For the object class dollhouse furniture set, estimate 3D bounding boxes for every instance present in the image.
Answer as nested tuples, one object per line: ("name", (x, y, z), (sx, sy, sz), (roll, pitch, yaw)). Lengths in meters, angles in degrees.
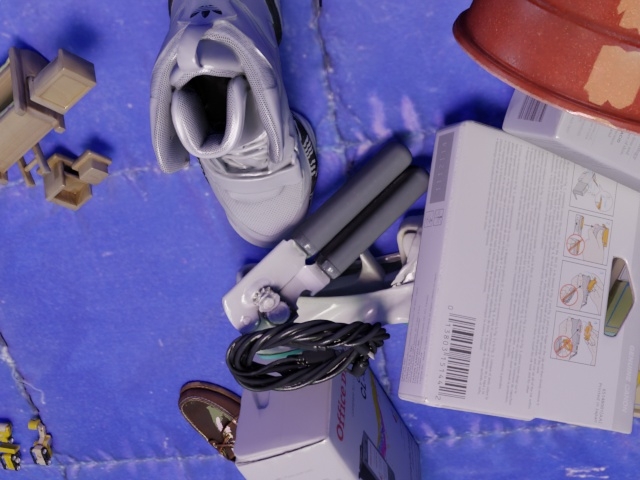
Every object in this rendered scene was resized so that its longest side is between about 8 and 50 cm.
("dollhouse furniture set", (-0.277, -0.140, 1.105), (0.182, 0.101, 0.161), (-35, 144, 27))

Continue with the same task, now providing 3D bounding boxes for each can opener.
("can opener", (0.000, 0.000, 1.131), (0.280, 0.093, 0.074), (-43, 112, 2))

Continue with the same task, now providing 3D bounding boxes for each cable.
("cable", (-0.015, 0.127, 1.121), (0.184, 0.047, 0.150), (4, 155, -26))

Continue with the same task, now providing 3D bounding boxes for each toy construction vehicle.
("toy construction vehicle", (-0.437, 0.298, 1.487), (0.085, 0.035, 0.098), (2, 127, 16))

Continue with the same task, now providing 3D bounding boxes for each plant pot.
("plant pot", (0.283, -0.263, 0.856), (0.272, 0.272, 0.265), (13, 120, -7))

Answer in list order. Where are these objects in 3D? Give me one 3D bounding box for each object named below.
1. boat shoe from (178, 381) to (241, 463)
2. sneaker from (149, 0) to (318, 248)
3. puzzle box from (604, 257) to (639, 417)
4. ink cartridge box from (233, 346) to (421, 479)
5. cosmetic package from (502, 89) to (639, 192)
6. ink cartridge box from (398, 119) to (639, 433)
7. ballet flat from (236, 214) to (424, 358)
("boat shoe", (-0.115, 0.276, 1.421), (0.207, 0.073, 0.073), (36, 123, -22))
("sneaker", (-0.087, -0.098, 1.026), (0.137, 0.210, 0.366), (-4, 129, 7))
("puzzle box", (0.517, 0.133, 1.278), (0.408, 0.052, 0.272), (9, 130, -4))
("ink cartridge box", (0.023, 0.281, 1.317), (0.131, 0.226, 0.306), (-18, 126, 17))
("cosmetic package", (0.317, -0.104, 1.035), (0.231, 0.117, 0.086), (20, 95, -20))
("ink cartridge box", (0.230, 0.045, 1.093), (0.261, 0.297, 0.066), (13, 172, -22))
("ballet flat", (0.077, 0.041, 1.195), (0.400, 0.139, 0.139), (-14, 127, 15))
